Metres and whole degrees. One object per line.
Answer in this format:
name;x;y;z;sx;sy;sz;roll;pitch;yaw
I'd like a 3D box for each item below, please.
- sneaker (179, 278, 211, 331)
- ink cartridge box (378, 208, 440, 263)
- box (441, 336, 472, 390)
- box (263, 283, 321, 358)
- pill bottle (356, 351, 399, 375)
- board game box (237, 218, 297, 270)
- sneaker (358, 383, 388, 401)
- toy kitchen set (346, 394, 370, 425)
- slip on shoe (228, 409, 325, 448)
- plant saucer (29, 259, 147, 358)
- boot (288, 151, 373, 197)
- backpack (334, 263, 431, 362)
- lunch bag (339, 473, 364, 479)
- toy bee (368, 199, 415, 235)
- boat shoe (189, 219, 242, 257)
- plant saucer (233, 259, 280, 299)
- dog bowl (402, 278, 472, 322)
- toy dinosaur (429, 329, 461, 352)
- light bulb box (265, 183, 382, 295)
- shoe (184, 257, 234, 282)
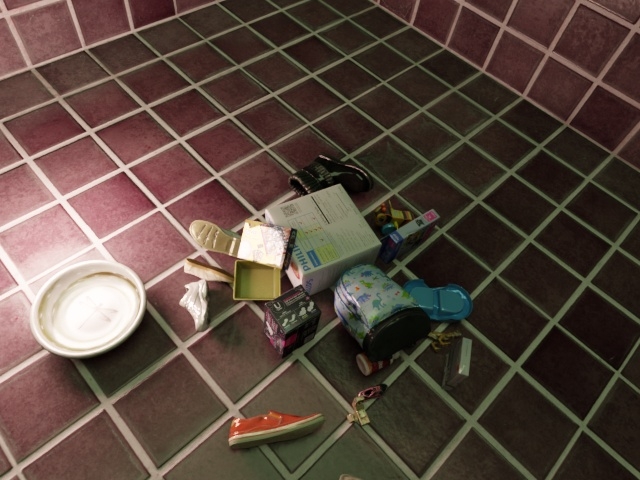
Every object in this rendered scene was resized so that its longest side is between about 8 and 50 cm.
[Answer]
sneaker;-0.490;0.261;1.830;0.116;0.090;0.232;-9;48;-6
ink cartridge box;0.372;-0.005;2.059;0.311;0.185;0.065;-27;65;-23
box;0.508;0.465;1.755;0.038;0.186;0.145;17;55;4
box;-0.109;0.301;1.745;0.164;0.247;0.142;-28;65;-24
pill bottle;0.220;0.447;1.789;0.152;0.086;0.086;-20;61;-20
board game box;-0.213;0.014;1.850;0.244;0.042;0.164;12;88;35
sneaker;0.199;0.556;1.729;0.120;0.057;0.047;-17;58;-20
toy kitchen set;0.132;0.612;1.669;0.068;0.075;0.083;-15;55;-16
slip on shoe;-0.148;0.627;1.602;0.332;0.123;0.101;-8;53;-7
plant saucer;-0.855;0.265;1.759;0.402;0.100;0.399;4;55;-5
boot;0.048;-0.270;2.227;0.348;0.131;0.260;25;49;23
backpack;0.203;0.255;1.815;0.291;0.273;0.356;-20;25;-19
lunch bag;0.139;0.823;1.398;0.236;0.286;0.168;22;56;8
toy bee;0.309;-0.095;2.126;0.299;0.162;0.195;-19;58;-22
boat shoe;-0.409;0.005;1.996;0.303;0.103;0.113;25;90;5
plant saucer;-0.260;0.172;1.937;0.189;0.045;0.188;1;55;-7
dog bowl;0.478;0.260;1.961;0.298;0.074;0.165;8;55;-2
toy dinosaur;0.464;0.388;1.890;0.212;0.064;0.112;12;36;-11
light bulb box;0.000;0.000;1.981;0.362;0.225;0.357;-21;61;-19
shoe;-0.459;0.136;1.933;0.219;0.076;0.058;20;97;5
